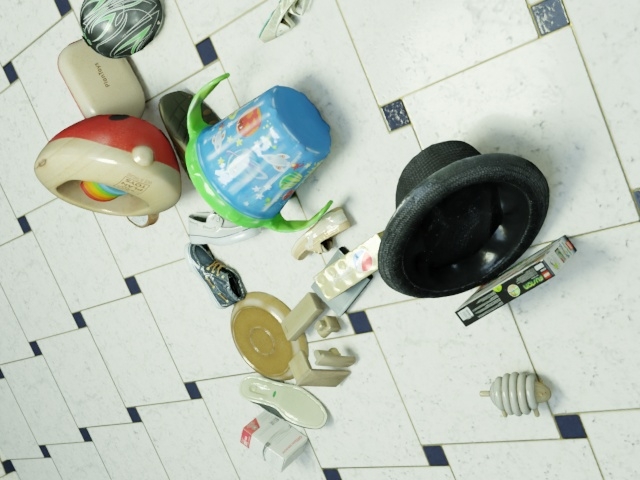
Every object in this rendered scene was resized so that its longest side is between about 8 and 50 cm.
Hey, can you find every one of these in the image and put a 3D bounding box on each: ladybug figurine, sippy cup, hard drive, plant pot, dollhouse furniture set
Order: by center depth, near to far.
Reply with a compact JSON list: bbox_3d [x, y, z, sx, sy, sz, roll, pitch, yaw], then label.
[{"bbox_3d":[-0.106,-0.177,1.467,0.224,0.305,0.240,-35,44,32],"label":"sippy cup"},{"bbox_3d":[0.045,0.088,1.591,0.094,0.022,0.135,45,130,13],"label":"hard drive"},{"bbox_3d":[-0.460,-0.168,1.662,0.449,0.305,0.162,-7,66,53],"label":"ladybug figurine"},{"bbox_3d":[0.006,0.223,1.674,0.144,0.123,0.151,-49,49,28],"label":"dollhouse furniture set"},{"bbox_3d":[-0.132,0.236,1.789,0.236,0.032,0.237,16,118,31],"label":"plant pot"}]

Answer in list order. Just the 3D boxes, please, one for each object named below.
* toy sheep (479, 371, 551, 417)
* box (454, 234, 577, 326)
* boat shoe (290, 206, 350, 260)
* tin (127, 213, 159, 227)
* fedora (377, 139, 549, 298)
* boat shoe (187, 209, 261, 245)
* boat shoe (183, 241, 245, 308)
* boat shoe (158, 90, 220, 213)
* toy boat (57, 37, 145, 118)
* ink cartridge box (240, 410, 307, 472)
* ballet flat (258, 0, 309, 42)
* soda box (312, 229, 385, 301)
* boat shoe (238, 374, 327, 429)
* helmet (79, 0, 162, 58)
[{"bbox_3d":[0.363,0.288,1.398,0.132,0.091,0.091,-10,105,21],"label":"toy sheep"},{"bbox_3d":[0.337,0.072,1.298,0.036,0.114,0.207,54,132,4],"label":"box"},{"bbox_3d":[0.000,0.000,1.557,0.059,0.063,0.170,55,131,12],"label":"boat shoe"},{"bbox_3d":[-0.448,-0.118,1.867,0.106,0.040,0.190,24,123,22],"label":"tin"},{"bbox_3d":[0.222,-0.053,1.278,0.334,0.333,0.153,-59,37,38],"label":"fedora"},{"bbox_3d":[-0.232,-0.034,1.705,0.226,0.083,0.076,-5,108,40],"label":"boat shoe"},{"bbox_3d":[-0.249,0.073,1.788,0.083,0.065,0.183,-25,100,39],"label":"boat shoe"},{"bbox_3d":[-0.258,-0.175,1.634,0.324,0.122,0.120,56,140,12],"label":"boat shoe"},{"bbox_3d":[-0.511,-0.355,1.758,0.231,0.151,0.151,63,162,-3],"label":"toy boat"},{"bbox_3d":[-0.115,0.494,1.849,0.135,0.099,0.056,31,126,24],"label":"ink cartridge box"},{"bbox_3d":[-0.063,-0.429,1.415,0.052,0.057,0.168,41,130,3],"label":"ballet flat"},{"bbox_3d":[0.074,0.050,1.503,0.181,0.058,0.061,-35,84,29],"label":"soda box"},{"bbox_3d":[-0.083,0.392,1.809,0.233,0.084,0.079,19,159,22],"label":"boat shoe"},{"bbox_3d":[-0.430,-0.481,1.612,0.170,0.169,0.161,60,149,-1],"label":"helmet"}]
